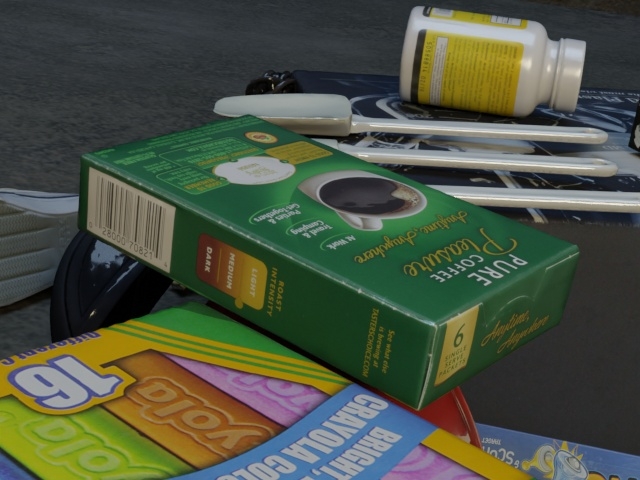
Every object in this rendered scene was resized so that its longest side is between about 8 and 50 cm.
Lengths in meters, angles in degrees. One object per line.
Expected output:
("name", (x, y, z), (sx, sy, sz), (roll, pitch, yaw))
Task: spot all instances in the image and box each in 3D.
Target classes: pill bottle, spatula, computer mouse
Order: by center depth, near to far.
("spatula", (0.057, -0.051, 0.672), (0.242, 0.019, 0.168), (2, 21, -1))
("pill bottle", (0.114, -0.116, 0.791), (0.116, 0.065, 0.065), (9, 21, 9))
("computer mouse", (-0.114, -0.001, 0.831), (0.060, 0.184, 0.262), (33, 62, 6))

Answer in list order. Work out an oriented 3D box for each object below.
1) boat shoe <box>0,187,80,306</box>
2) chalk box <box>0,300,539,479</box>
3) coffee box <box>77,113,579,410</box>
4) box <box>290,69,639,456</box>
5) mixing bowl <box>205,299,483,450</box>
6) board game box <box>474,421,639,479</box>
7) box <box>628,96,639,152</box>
("boat shoe", (-0.231, 0.003, 0.882), (0.076, 0.083, 0.226), (8, 6, 38))
("chalk box", (-0.013, 0.164, 0.365), (0.289, 0.180, 0.179), (25, 28, 37))
("coffee box", (0.000, 0.000, 0.497), (0.184, 0.040, 0.113), (24, 27, 30))
("box", (0.160, 0.014, 0.806), (0.343, 0.178, 0.312), (2, 23, -12))
("mixing bowl", (-0.021, 0.100, 0.564), (0.098, 0.181, 0.181), (-28, 37, -32))
("board game box", (0.163, 0.127, 0.557), (0.201, 0.035, 0.136), (5, -16, 45))
("box", (0.236, -0.072, 0.714), (0.052, 0.062, 0.083), (-4, 24, -27))
